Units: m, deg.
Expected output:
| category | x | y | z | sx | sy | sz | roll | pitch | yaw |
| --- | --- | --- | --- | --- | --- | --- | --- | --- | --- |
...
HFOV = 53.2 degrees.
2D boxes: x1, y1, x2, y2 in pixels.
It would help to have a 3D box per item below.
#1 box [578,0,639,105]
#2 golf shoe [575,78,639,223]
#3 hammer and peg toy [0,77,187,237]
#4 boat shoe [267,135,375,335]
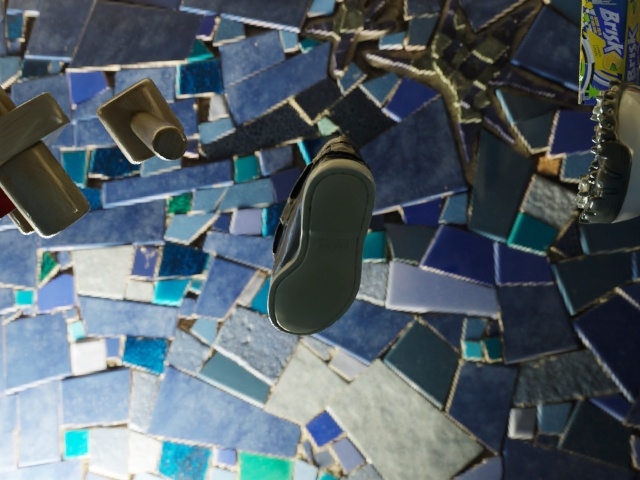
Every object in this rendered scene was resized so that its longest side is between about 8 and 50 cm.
| category | x | y | z | sx | sy | sz | roll | pitch | yaw |
| --- | --- | --- | --- | --- | --- | --- | --- | --- | --- |
| box | 0.342 | -0.244 | 0.750 | 0.054 | 0.168 | 0.059 | 20 | -132 | 37 |
| golf shoe | 0.285 | -0.072 | 0.510 | 0.120 | 0.105 | 0.273 | 16 | -156 | 33 |
| hammer and peg toy | -0.256 | -0.041 | 0.445 | 0.361 | 0.127 | 0.266 | -39 | -162 | -21 |
| boat shoe | -0.004 | -0.001 | 0.906 | 0.127 | 0.113 | 0.340 | 4 | 134 | -6 |
